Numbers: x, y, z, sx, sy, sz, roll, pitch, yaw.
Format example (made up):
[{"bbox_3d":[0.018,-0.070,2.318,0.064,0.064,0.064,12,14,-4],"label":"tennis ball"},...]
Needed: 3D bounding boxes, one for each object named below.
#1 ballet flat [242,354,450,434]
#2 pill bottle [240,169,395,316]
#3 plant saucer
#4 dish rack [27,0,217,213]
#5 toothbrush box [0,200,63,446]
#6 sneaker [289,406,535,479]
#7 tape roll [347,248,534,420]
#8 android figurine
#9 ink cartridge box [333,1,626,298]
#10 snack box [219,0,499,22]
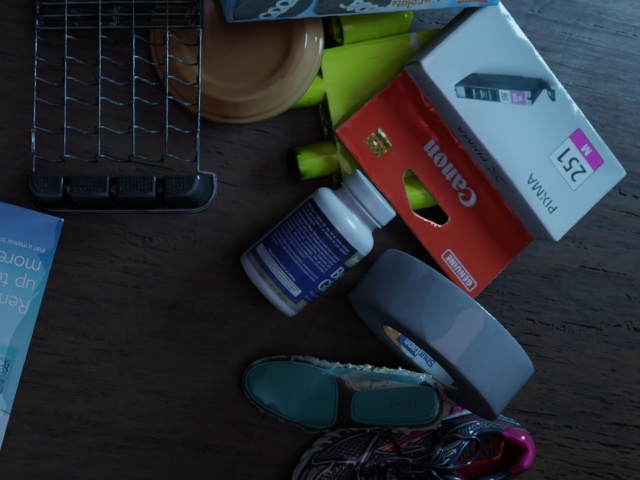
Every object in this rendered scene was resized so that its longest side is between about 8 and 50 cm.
[{"bbox_3d":[0.031,0.182,1.630,0.240,0.077,0.091,9,90,7],"label":"ballet flat"},{"bbox_3d":[0.000,0.000,1.591,0.169,0.094,0.094,-41,103,6],"label":"pill bottle"},{"bbox_3d":[-0.094,-0.230,1.583,0.199,0.037,0.200,0,85,-4],"label":"plant saucer"},{"bbox_3d":[-0.218,-0.166,1.528,0.208,0.074,0.272,0,87,2],"label":"dish rack"},{"bbox_3d":[-0.417,0.088,1.473,0.216,0.126,0.296,17,88,-17],"label":"toothbrush box"},{"bbox_3d":[0.106,0.262,1.645,0.299,0.112,0.121,-17,96,-15],"label":"sneaker"},{"bbox_3d":[0.135,0.107,1.593,0.219,0.219,0.072,43,80,-14],"label":"tape roll"},{"bbox_3d":[0.087,-0.156,1.658,0.272,0.056,0.248,-11,94,-15],"label":"android figurine"},{"bbox_3d":[0.188,-0.103,1.631,0.239,0.060,0.275,-43,105,-13],"label":"ink cartridge box"},{"bbox_3d":[0.031,-0.334,1.577,0.321,0.060,0.187,-7,51,-17],"label":"snack box"}]
